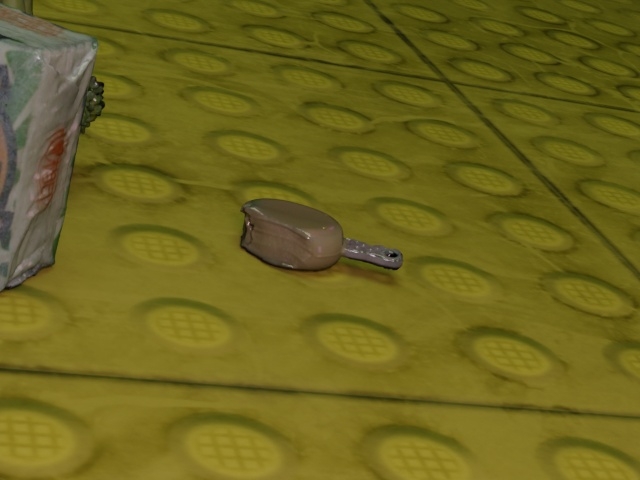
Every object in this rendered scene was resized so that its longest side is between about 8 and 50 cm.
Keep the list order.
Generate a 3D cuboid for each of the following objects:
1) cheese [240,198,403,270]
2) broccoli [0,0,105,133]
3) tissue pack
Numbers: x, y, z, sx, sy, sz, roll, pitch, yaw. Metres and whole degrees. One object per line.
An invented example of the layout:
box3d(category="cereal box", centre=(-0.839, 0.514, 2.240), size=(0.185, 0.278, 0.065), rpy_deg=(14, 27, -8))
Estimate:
box3d(category="cheese", centre=(-0.003, 0.002, 1.452), size=(0.171, 0.048, 0.092), rpy_deg=(21, 24, 14))
box3d(category="broccoli", centre=(-0.362, -0.191, 1.461), size=(0.288, 0.260, 0.235), rpy_deg=(19, 56, 2))
box3d(category="tissue pack", centre=(-0.369, -0.116, 1.269), size=(0.310, 0.228, 0.128), rpy_deg=(22, 22, 15))
